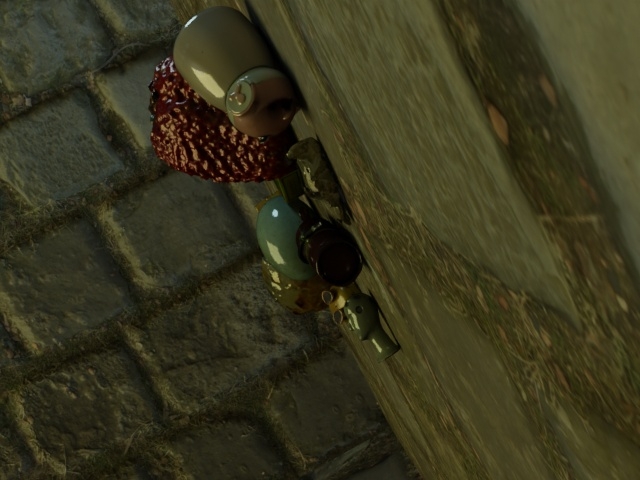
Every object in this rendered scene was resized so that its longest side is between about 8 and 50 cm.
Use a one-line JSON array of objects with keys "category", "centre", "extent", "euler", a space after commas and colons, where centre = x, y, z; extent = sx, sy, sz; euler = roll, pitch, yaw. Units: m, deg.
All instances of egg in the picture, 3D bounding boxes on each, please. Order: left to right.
[{"category": "egg", "centre": [-0.072, -0.008, 2.069], "extent": [0.236, 0.169, 0.169], "euler": [60, 175, 21]}]

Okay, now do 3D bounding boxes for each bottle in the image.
[{"category": "bottle", "centre": [-0.127, -0.261, 1.337], "extent": [0.236, 0.147, 0.147], "euler": [52, 172, 27]}]

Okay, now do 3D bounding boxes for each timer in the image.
[{"category": "timer", "centre": [0.072, 0.151, 2.049], "extent": [0.107, 0.109, 0.107], "euler": [31, 130, 45]}]

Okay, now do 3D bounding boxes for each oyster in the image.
[{"category": "oyster", "centre": [0.012, -0.095, 1.413], "extent": [0.106, 0.061, 0.200], "euler": [41, 171, 22]}]

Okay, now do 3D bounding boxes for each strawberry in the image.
[{"category": "strawberry", "centre": [-0.203, -0.246, 1.729], "extent": [0.351, 0.267, 0.312], "euler": [32, 156, 26]}]

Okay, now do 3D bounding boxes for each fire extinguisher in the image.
[{"category": "fire extinguisher", "centre": [0.000, 0.000, 1.738], "extent": [0.341, 0.105, 0.141], "euler": [-134, 31, -74]}]

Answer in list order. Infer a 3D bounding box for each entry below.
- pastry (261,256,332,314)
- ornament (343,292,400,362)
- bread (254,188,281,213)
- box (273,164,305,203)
[{"category": "pastry", "centre": [-0.061, 0.114, 2.261], "extent": [0.237, 0.170, 0.256], "euler": [28, 145, 24]}, {"category": "ornament", "centre": [0.108, 0.190, 1.801], "extent": [0.156, 0.081, 0.075], "euler": [57, 173, 5]}, {"category": "bread", "centre": [-0.085, -0.030, 2.402], "extent": [0.260, 0.129, 0.134], "euler": [61, 169, -3]}, {"category": "box", "centre": [-0.118, -0.217, 2.004], "extent": [0.220, 0.064, 0.141], "euler": [58, 175, 23]}]
